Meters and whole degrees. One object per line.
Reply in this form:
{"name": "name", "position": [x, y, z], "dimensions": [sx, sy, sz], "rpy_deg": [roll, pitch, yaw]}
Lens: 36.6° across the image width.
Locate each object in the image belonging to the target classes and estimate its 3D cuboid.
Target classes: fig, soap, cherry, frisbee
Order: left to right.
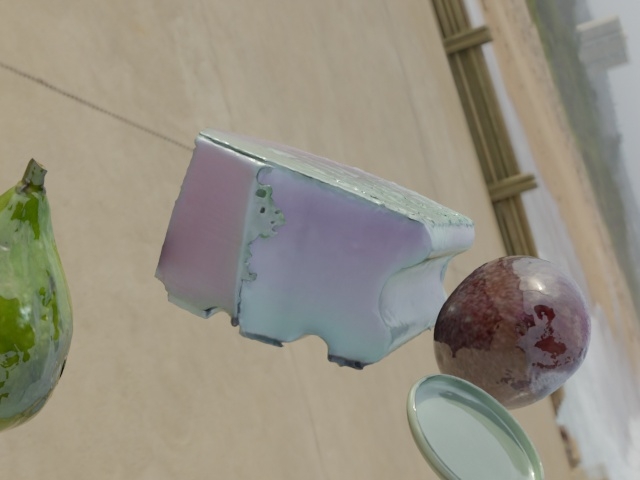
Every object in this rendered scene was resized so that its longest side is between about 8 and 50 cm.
{"name": "fig", "position": [-0.380, 0.090, 1.166], "dimensions": [0.233, 0.314, 0.233], "rpy_deg": [45, -8, 8]}
{"name": "soap", "position": [0.000, 0.000, 1.015], "dimensions": [0.156, 0.261, 0.446], "rpy_deg": [-67, 165, 8]}
{"name": "frisbee", "position": [0.101, 0.133, 0.640], "dimensions": [0.110, 0.014, 0.110], "rpy_deg": [27, 29, -17]}
{"name": "cherry", "position": [0.192, 0.096, 0.979], "dimensions": [0.140, 0.176, 0.176], "rpy_deg": [46, 19, -1]}
